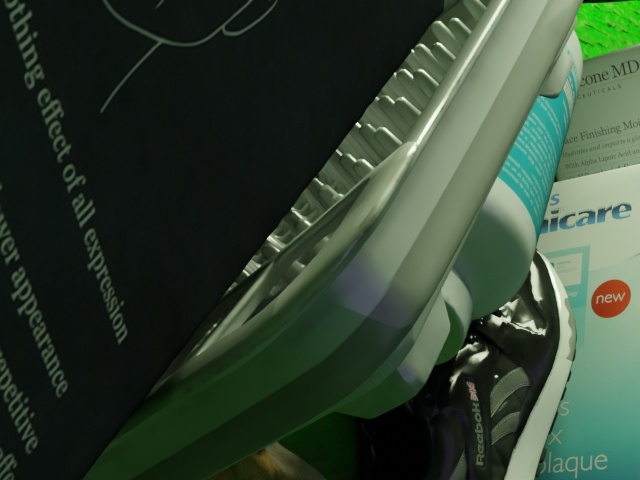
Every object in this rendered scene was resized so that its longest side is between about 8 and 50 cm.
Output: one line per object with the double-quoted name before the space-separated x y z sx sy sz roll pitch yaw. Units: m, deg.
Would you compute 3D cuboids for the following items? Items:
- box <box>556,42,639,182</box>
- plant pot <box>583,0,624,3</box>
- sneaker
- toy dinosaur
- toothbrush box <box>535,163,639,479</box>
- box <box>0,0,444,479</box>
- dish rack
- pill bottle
"box" 0.320 -0.123 1.155 0.182 0.181 0.119 -15 92 -53
"plant pot" 0.194 -0.307 1.055 0.187 0.167 0.188 45 48 -37
"sneaker" 0.090 0.099 0.857 0.124 0.107 0.283 38 52 -34
"toy dinosaur" -0.040 0.124 0.724 0.212 0.064 0.112 17 84 -40
"toothbrush box" 0.233 0.099 0.948 0.126 0.216 0.295 38 53 -42
"box" -0.136 -0.119 0.427 0.395 0.212 0.293 -53 145 -41
"dish rack" 0.000 0.000 0.603 0.072 0.285 0.333 43 45 -11
"pill bottle" 0.082 -0.047 0.846 0.146 0.146 0.264 51 43 -32
